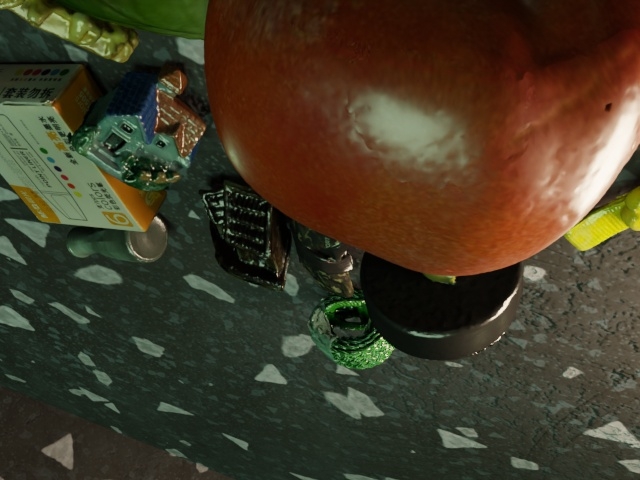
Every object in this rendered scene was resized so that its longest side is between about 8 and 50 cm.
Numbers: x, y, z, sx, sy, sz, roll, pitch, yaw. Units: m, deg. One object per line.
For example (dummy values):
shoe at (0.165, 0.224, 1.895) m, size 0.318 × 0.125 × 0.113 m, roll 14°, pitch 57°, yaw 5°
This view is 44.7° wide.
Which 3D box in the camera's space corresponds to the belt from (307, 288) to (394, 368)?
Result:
belt at (0.048, 0.138, 1.261) m, size 0.151 × 0.121 × 0.079 m, roll 5°, pitch 148°, yaw 33°

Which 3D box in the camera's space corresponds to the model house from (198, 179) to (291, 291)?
model house at (-0.115, -0.027, 1.117) m, size 0.165 × 0.106 × 0.152 m, roll 16°, pitch 147°, yaw 19°

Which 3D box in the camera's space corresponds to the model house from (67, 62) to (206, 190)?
model house at (-0.213, -0.152, 0.994) m, size 0.148 × 0.119 × 0.149 m, roll 36°, pitch 138°, yaw -22°

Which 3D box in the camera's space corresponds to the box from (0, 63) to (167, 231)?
box at (-0.378, -0.131, 1.136) m, size 0.221 × 0.091 × 0.274 m, roll 5°, pitch 144°, yaw 27°

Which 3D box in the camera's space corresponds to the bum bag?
bum bag at (0.000, 0.001, 1.128) m, size 0.102 × 0.069 × 0.248 m, roll 49°, pitch 165°, yaw 33°

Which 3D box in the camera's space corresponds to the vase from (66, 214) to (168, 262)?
vase at (-0.358, -0.002, 1.338) m, size 0.214 × 0.086 × 0.086 m, roll -4°, pitch 141°, yaw 42°

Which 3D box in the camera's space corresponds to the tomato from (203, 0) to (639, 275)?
tomato at (0.082, -0.141, 0.609) m, size 0.341 × 0.341 × 0.272 m, roll 17°, pitch 142°, yaw 7°

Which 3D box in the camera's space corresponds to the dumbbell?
dumbbell at (0.129, -0.024, 0.885) m, size 0.204 × 0.203 × 0.322 m, roll 9°, pitch 146°, yaw 19°

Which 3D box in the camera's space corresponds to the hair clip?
hair clip at (0.355, -0.036, 0.880) m, size 0.072 × 0.046 × 0.173 m, roll 35°, pitch 145°, yaw -27°

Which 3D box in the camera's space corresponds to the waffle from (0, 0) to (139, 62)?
waffle at (-0.309, -0.269, 0.808) m, size 0.249 × 0.056 × 0.253 m, roll 36°, pitch -170°, yaw 11°

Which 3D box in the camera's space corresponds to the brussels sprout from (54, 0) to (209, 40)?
brussels sprout at (-0.156, -0.284, 0.671) m, size 0.271 × 0.210 × 0.219 m, roll 26°, pitch 157°, yaw -37°
